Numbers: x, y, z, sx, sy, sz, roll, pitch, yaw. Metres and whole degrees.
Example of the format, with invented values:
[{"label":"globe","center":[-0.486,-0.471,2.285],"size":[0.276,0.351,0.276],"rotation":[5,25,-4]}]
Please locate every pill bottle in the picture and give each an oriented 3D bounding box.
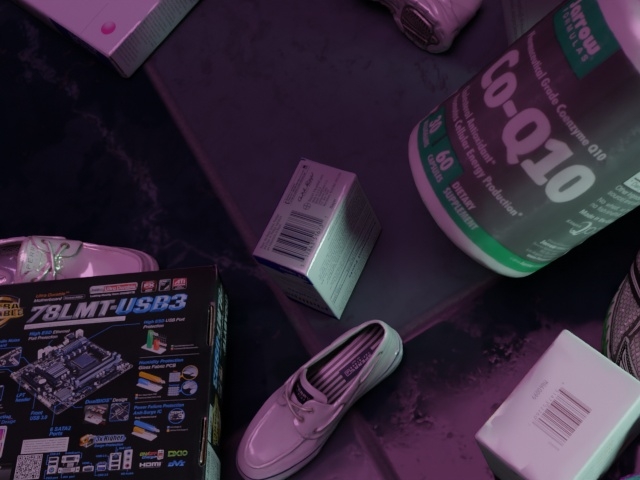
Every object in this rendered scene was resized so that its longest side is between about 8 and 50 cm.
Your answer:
[{"label":"pill bottle","center":[0.275,-0.135,0.943],"size":[0.361,0.204,0.204],"rotation":[-39,55,34]}]

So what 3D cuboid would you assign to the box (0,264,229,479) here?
[{"label":"box","center":[-0.251,0.173,1.043],"size":[0.296,0.073,0.293],"rotation":[-5,52,5]}]

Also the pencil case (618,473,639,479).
[{"label":"pencil case","center":[0.292,0.293,0.901],"size":[0.070,0.064,0.151],"rotation":[16,70,5]}]

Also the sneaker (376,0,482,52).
[{"label":"sneaker","center":[0.107,-0.345,1.234],"size":[0.115,0.090,0.232],"rotation":[-42,86,-22]}]

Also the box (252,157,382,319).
[{"label":"box","center":[0.000,0.000,1.080],"size":[0.072,0.137,0.126],"rotation":[19,72,24]}]

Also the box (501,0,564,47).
[{"label":"box","center":[0.307,-0.268,1.095],"size":[0.182,0.181,0.119],"rotation":[10,68,20]}]

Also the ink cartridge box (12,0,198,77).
[{"label":"ink cartridge box","center":[-0.285,-0.434,1.408],"size":[0.324,0.071,0.330],"rotation":[34,80,27]}]

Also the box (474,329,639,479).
[{"label":"box","center":[0.225,0.180,0.912],"size":[0.091,0.170,0.130],"rotation":[37,80,26]}]

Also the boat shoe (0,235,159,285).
[{"label":"boat shoe","center":[-0.334,0.040,1.180],"size":[0.277,0.096,0.098],"rotation":[-2,63,14]}]

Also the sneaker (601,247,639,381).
[{"label":"sneaker","center":[0.368,0.011,0.967],"size":[0.134,0.146,0.343],"rotation":[15,71,22]}]

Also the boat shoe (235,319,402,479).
[{"label":"boat shoe","center":[-0.010,0.163,1.041],"size":[0.226,0.076,0.083],"rotation":[-46,62,-8]}]
